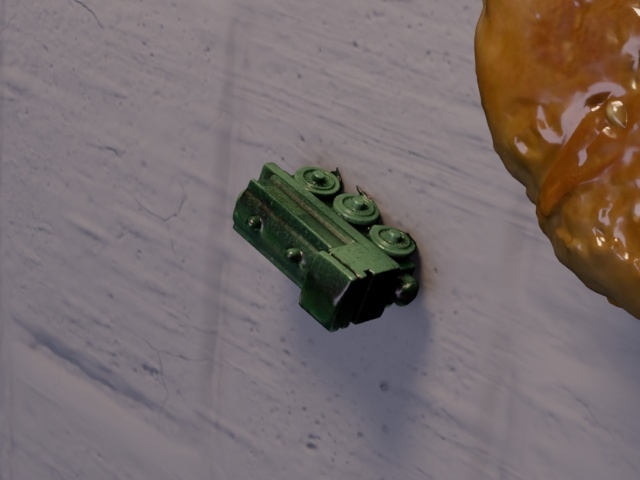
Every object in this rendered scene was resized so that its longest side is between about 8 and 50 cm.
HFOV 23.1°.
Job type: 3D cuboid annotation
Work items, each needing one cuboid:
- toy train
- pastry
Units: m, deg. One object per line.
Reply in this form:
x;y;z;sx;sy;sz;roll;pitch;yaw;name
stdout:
0.000;0.000;1.246;0.170;0.111;0.071;40;123;31;toy train
0.246;-0.085;0.905;0.284;0.184;0.315;-48;62;21;pastry
